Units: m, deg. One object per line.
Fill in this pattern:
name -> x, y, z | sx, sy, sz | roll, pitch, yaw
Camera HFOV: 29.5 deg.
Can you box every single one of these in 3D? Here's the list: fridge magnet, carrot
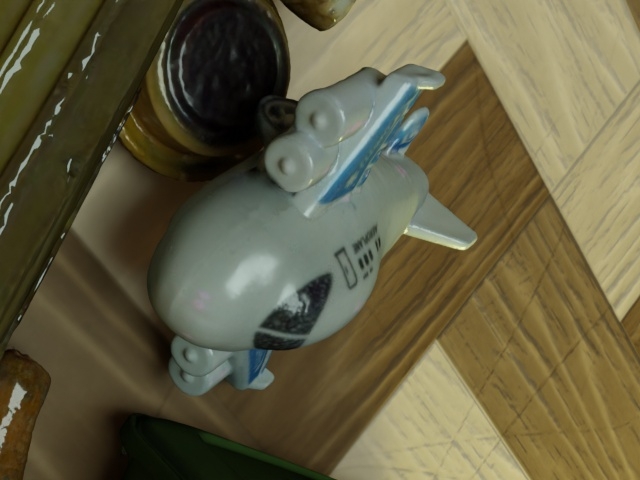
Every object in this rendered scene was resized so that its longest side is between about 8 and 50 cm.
fridge magnet -> -0.073, -0.107, 0.749 | 0.143, 0.063, 0.143 | -7, 100, -40
carrot -> -0.203, 0.152, 0.700 | 0.060, 0.060, 0.186 | 24, 84, -40

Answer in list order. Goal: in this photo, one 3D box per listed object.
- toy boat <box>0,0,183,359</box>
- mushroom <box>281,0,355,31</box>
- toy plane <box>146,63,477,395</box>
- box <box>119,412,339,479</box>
toy boat -> -0.199, -0.049, 0.611 | 0.162, 0.136, 0.445 | 27, 78, -5
mushroom -> 0.009, -0.233, 0.783 | 0.094, 0.072, 0.210 | 35, 66, -35
toy plane -> -0.004, -0.003, 0.762 | 0.267, 0.122, 0.267 | -44, 161, -19
box -> 0.006, 0.266, 0.780 | 0.328, 0.252, 0.178 | 28, 90, -38
